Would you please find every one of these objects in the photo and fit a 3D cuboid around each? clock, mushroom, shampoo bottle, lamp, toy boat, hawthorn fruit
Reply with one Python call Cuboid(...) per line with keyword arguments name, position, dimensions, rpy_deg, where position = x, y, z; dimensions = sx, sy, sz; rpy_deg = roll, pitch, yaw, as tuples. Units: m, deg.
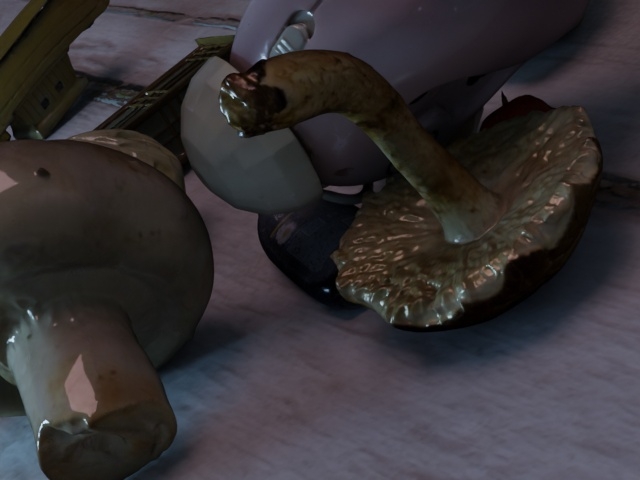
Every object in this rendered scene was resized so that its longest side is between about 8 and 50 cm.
Cuboid(name="clock", position=(0.063, -0.169, 1.665), dimensions=(0.342, 0.184, 0.326), rpy_deg=(-9, -32, -50))
Cuboid(name="mushroom", position=(0.093, -0.060, 1.481), dimensions=(0.208, 0.301, 0.233), rpy_deg=(30, 72, 27))
Cuboid(name="mushroom", position=(-0.226, 0.074, 1.643), dimensions=(0.292, 0.292, 0.290), rpy_deg=(-24, 52, 12))
Cuboid(name="shampoo bottle", position=(0.000, 0.000, 1.736), dimensions=(0.087, 0.049, 0.234), rpy_deg=(-35, 23, -9))
Cuboid(name="lamp", position=(-0.198, -0.095, 2.110), dimensions=(0.325, 0.089, 0.090), rpy_deg=(-41, 23, -27))
Cuboid(name="toy boat", position=(-0.366, -0.187, 2.462), dimensions=(0.089, 0.121, 0.321), rpy_deg=(3, 53, 51))
Cuboid(name="hawthorn fruit", position=(0.174, -0.084, 1.660), dimensions=(0.093, 0.093, 0.093), rpy_deg=(-24, 23, 11))

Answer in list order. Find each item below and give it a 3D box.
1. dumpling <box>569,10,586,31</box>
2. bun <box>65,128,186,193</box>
Cuboid(name="dumpling", position=(0.196, -0.256, 1.942), dimensions=(0.132, 0.162, 0.250), rpy_deg=(10, 41, -1))
Cuboid(name="bun", position=(-0.227, -0.035, 1.923), dimensions=(0.193, 0.128, 0.178), rpy_deg=(-5, 42, 13))
